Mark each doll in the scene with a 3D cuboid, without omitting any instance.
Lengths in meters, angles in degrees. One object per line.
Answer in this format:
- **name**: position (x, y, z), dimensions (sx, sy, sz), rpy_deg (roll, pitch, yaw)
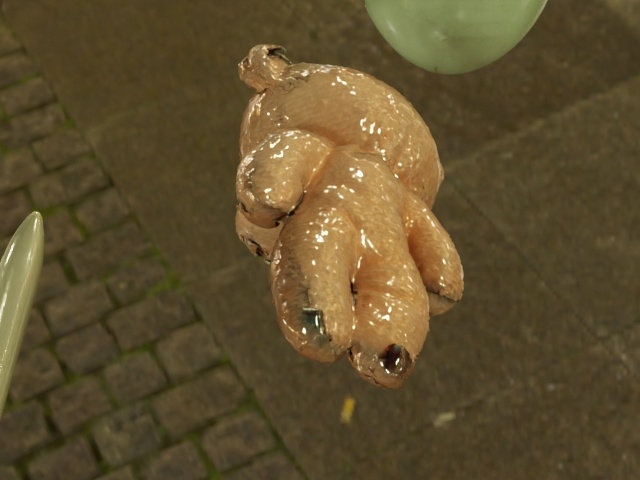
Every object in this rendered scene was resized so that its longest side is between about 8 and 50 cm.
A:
- **doll**: position (0.000, 0.000, 1.152), dimensions (0.156, 0.201, 0.303), rpy_deg (-41, 28, 33)

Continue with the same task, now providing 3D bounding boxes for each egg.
- **egg**: position (0.132, -0.299, 1.503), dimensions (0.202, 0.283, 0.203), rpy_deg (8, 13, -2)

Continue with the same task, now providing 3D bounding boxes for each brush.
- **brush**: position (-0.182, 0.130, 0.799), dimensions (0.042, 0.039, 0.299), rpy_deg (24, 97, 51)

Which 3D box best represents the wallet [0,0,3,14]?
- **wallet**: position (-0.240, -0.274, 1.180), dimensions (0.045, 0.318, 0.172), rpy_deg (11, 8, -3)
